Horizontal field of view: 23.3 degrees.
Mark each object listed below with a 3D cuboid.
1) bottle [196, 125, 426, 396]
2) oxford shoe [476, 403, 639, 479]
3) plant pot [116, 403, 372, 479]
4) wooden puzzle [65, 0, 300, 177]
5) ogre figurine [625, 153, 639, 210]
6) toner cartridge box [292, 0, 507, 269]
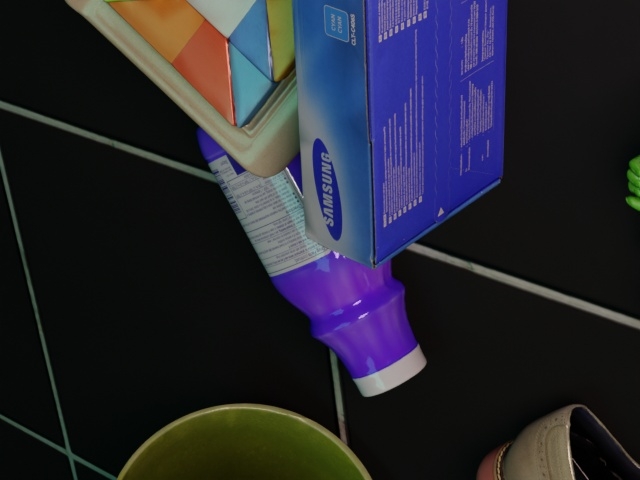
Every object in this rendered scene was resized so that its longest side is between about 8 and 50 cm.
[{"bbox_3d":[0.000,0.000,1.363,0.118,0.092,0.283,-22,99,53],"label":"bottle"},{"bbox_3d":[0.271,0.286,1.250,0.348,0.123,0.130,48,136,10],"label":"oxford shoe"},{"bbox_3d":[-0.088,0.344,1.602,0.275,0.275,0.293,47,158,13],"label":"plant pot"},{"bbox_3d":[-0.068,-0.198,1.240,0.239,0.044,0.221,41,115,2],"label":"wooden puzzle"},{"bbox_3d":[0.283,0.034,1.078,0.118,0.097,0.197,20,119,53],"label":"ogre figurine"},{"bbox_3d":[0.060,-0.168,1.120,0.075,0.165,0.348,25,132,36],"label":"toner cartridge box"}]
